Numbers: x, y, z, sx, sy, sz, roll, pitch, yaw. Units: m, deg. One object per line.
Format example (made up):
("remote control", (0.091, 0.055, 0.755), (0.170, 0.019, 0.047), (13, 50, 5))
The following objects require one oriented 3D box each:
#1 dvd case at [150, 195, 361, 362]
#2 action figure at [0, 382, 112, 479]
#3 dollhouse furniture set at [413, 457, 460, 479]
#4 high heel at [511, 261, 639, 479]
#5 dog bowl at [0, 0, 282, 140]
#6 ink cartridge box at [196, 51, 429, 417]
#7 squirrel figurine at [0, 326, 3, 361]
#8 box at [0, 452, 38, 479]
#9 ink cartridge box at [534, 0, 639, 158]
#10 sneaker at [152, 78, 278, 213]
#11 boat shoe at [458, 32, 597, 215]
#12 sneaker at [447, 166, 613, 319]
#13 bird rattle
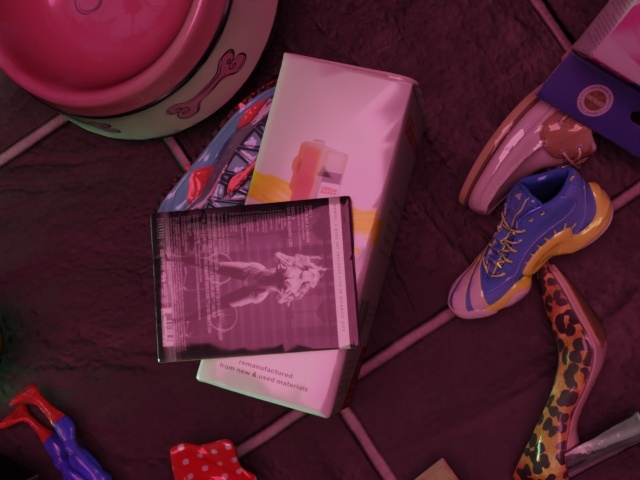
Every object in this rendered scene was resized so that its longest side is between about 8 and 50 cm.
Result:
("dvd case", (-0.071, 0.042, 1.385), (0.221, 0.018, 0.165), (-5, 83, 8))
("action figure", (-0.309, 0.324, 1.607), (0.280, 0.091, 0.139), (40, 45, 6))
("dollhouse furniture set", (0.212, 0.360, 1.576), (0.129, 0.129, 0.184), (-38, 53, 1))
("high heel", (0.274, 0.170, 1.596), (0.186, 0.093, 0.261), (-31, 71, 21))
("dog bowl", (-0.259, -0.330, 1.596), (0.407, 0.150, 0.408), (1, 92, 20))
("ink cartridge box", (0.000, 0.000, 1.531), (0.160, 0.279, 0.385), (15, 87, 8))
("squirrel figurine", (-0.582, 0.087, 1.553), (0.370, 0.281, 0.397), (-10, 98, -18))
("box", (-0.438, 0.360, 1.570), (0.093, 0.156, 0.158), (23, 113, 27))
("ink cartridge box", (0.475, -0.203, 1.473), (0.324, 0.071, 0.330), (27, 118, -18))
("sneaker", (-0.094, -0.092, 1.649), (0.125, 0.104, 0.262), (40, 98, -4))
("boat shoe", (0.297, -0.139, 1.596), (0.103, 0.113, 0.302), (41, 89, 13))
("sneaker", (0.236, -0.009, 1.571), (0.240, 0.126, 0.091), (-38, 39, 6))
("bird rattle", (-0.158, 0.376, 1.554), (0.206, 0.143, 0.254), (-14, 93, -28))
